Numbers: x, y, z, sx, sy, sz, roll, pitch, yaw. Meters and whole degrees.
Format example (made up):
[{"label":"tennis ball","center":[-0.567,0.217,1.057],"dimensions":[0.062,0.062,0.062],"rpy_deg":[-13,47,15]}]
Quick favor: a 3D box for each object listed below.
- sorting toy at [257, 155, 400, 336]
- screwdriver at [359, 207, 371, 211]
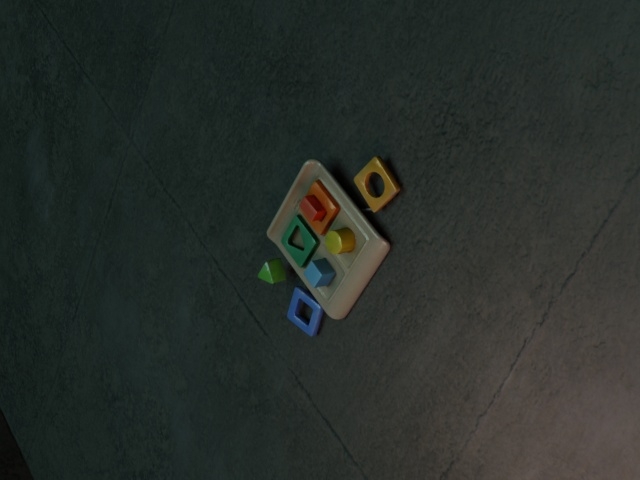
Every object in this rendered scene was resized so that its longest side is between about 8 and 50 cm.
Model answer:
[{"label":"sorting toy","center":[0.000,0.000,1.680],"dimensions":[0.196,0.047,0.347],"rpy_deg":[50,131,24]},{"label":"screwdriver","center":[0.025,-0.047,1.689],"dimensions":[0.170,0.024,0.025],"rpy_deg":[-9,116,50]}]
